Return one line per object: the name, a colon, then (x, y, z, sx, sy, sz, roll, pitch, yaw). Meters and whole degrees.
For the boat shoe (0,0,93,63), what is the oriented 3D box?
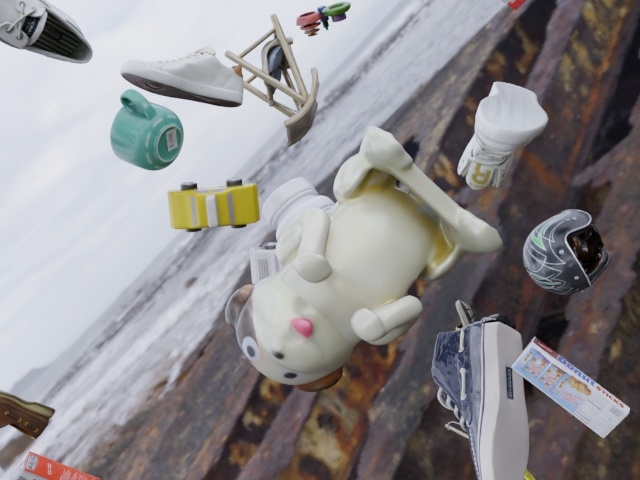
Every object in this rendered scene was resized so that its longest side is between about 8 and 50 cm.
boat shoe: (-0.373, -0.283, 0.959, 0.083, 0.075, 0.226, -59, -25, 13)

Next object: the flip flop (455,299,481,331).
flip flop: (0.468, 0.312, 2.414, 0.080, 0.112, 0.277, -30, 55, 29)

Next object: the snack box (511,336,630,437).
snack box: (0.394, 0.233, 1.213, 0.022, 0.178, 0.064, -34, -23, -53)

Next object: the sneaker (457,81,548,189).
sneaker: (0.286, -0.146, 1.234, 0.292, 0.108, 0.169, -49, -22, -64)

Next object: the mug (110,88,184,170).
mug: (-0.335, -0.205, 1.485, 0.130, 0.097, 0.157, -67, -26, -2)

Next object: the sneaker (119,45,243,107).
sneaker: (-0.309, -0.386, 1.729, 0.106, 0.290, 0.123, 1, 85, 56)

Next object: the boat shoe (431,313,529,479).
boat shoe: (0.296, 0.316, 1.453, 0.158, 0.127, 0.341, -18, 54, 43)

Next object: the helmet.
helmet: (0.502, 0.032, 1.584, 0.161, 0.169, 0.169, -44, 7, -18)

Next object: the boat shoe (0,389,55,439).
boat shoe: (-0.502, 0.267, 1.201, 0.064, 0.178, 0.060, 3, 66, 40)

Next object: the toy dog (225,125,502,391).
toy dog: (0.024, 0.055, 1.287, 0.408, 0.284, 0.395, -48, 14, -8)

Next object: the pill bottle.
pill bottle: (0.000, 0.000, 1.760, 0.160, 0.283, 0.160, -35, -19, -14)

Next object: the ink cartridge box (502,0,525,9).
ink cartridge box: (0.364, -0.535, 1.506, 0.078, 0.231, 0.134, -57, 1, 5)

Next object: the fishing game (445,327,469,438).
fishing game: (0.359, 0.347, 1.832, 0.041, 0.264, 0.189, -4, 11, -34)

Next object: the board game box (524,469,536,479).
board game box: (0.355, 0.533, 1.522, 0.181, 0.092, 0.043, -44, -17, 13)

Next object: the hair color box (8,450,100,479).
hair color box: (-0.475, 0.434, 1.365, 0.072, 0.141, 0.043, -45, 28, 26)

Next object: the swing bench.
swing bench: (-0.099, -0.404, 1.992, 0.165, 0.255, 0.253, -40, -2, -4)

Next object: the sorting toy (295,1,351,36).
sorting toy: (0.008, -0.383, 1.335, 0.101, 0.042, 0.061, -15, 27, 6)

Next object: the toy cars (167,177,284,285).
toy cars: (-0.135, -0.005, 1.563, 0.176, 0.393, 0.087, -53, 11, 8)
